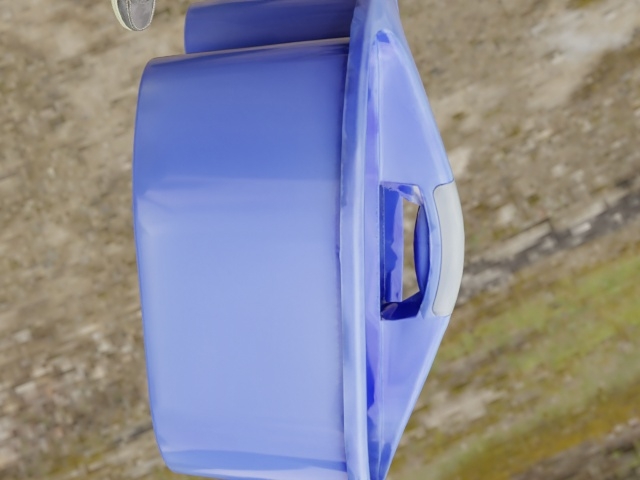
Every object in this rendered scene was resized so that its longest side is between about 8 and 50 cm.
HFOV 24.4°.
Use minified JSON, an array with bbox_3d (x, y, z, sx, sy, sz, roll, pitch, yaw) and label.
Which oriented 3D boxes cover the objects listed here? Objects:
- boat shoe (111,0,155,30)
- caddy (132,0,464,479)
[{"bbox_3d":[-0.205,-0.297,1.680,0.056,0.049,0.152,-36,146,-32],"label":"boat shoe"},{"bbox_3d":[0.000,0.000,0.923,0.179,0.341,0.241,3,-153,9],"label":"caddy"}]
